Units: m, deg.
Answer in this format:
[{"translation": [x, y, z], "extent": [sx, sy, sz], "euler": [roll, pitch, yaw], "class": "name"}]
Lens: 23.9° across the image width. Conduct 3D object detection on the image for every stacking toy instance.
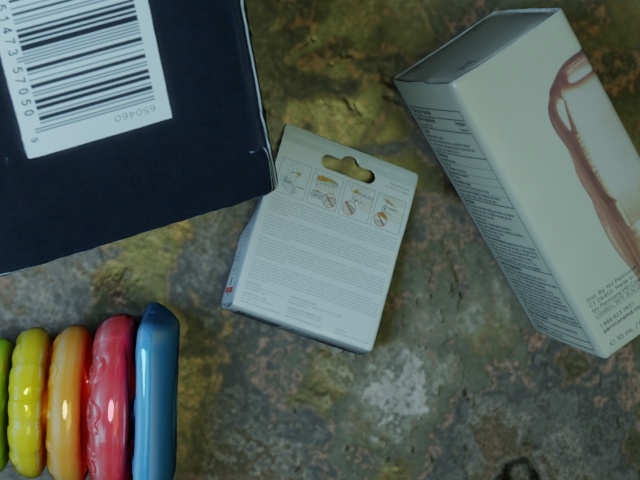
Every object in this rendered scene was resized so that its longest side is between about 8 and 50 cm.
[{"translation": [-0.274, 0.140, 1.297], "extent": [0.301, 0.175, 0.166], "euler": [2, 96, -5], "class": "stacking toy"}]

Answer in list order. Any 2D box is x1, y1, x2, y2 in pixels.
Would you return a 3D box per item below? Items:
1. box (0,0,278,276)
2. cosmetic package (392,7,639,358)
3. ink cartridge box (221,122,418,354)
[{"translation": [-0.207, -0.211, 1.084], "extent": [0.212, 0.395, 0.294], "euler": [-18, 124, -13], "class": "box"}, {"translation": [0.210, -0.056, 1.392], "extent": [0.129, 0.153, 0.296], "euler": [-35, 108, -10], "class": "cosmetic package"}, {"translation": [0.000, 0.000, 1.408], "extent": [0.145, 0.045, 0.179], "euler": [20, 75, -17], "class": "ink cartridge box"}]
